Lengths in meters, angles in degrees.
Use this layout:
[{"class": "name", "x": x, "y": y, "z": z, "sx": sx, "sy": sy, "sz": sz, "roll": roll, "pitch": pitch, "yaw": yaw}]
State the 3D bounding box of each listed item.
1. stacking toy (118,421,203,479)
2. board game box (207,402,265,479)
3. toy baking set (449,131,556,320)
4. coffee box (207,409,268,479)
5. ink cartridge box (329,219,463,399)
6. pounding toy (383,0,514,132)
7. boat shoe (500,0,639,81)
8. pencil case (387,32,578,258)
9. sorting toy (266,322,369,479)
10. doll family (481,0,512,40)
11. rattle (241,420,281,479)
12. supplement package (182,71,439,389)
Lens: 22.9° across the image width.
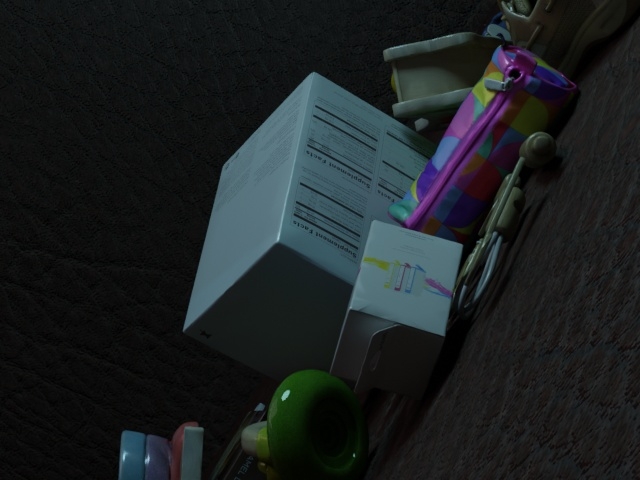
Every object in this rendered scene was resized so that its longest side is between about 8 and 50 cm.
[{"class": "stacking toy", "x": -0.210, "y": 0.351, "z": 1.803, "sx": 0.279, "sy": 0.130, "sz": 0.309, "roll": 111, "pitch": 161, "yaw": -70}, {"class": "board game box", "x": -0.208, "y": 0.497, "z": 2.525, "sx": 0.390, "sy": 0.050, "sz": 0.390, "roll": -57, "pitch": 3, "yaw": 25}, {"class": "toy baking set", "x": 0.170, "y": -0.013, "z": 1.477, "sx": 0.256, "sy": 0.030, "sz": 0.196, "roll": 70, "pitch": -135, "yaw": -85}, {"class": "coffee box", "x": -0.067, "y": 0.277, "z": 1.818, "sx": 0.141, "sy": 0.098, "sz": 0.246, "roll": -60, "pitch": 3, "yaw": -8}, {"class": "ink cartridge box", "x": 0.068, "y": 0.069, "z": 1.438, "sx": 0.143, "sy": 0.090, "sz": 0.092, "roll": -73, "pitch": -2, "yaw": -47}, {"class": "pounding toy", "x": 0.154, "y": -0.216, "z": 1.870, "sx": 0.154, "sy": 0.155, "sz": 0.269, "roll": -13, "pitch": -5, "yaw": 30}, {"class": "boat shoe", "x": 0.253, "y": -0.249, "z": 1.667, "sx": 0.121, "sy": 0.110, "sz": 0.341, "roll": -60, "pitch": 3, "yaw": -19}, {"class": "pencil case", "x": 0.165, "y": -0.093, "z": 1.623, "sx": 0.236, "sy": 0.104, "sz": 0.104, "roll": -59, "pitch": 2, "yaw": 21}, {"class": "sorting toy", "x": 0.026, "y": 0.189, "z": 1.437, "sx": 0.126, "sy": 0.127, "sz": 0.365, "roll": -15, "pitch": 31, "yaw": 41}, {"class": "doll family", "x": 0.224, "y": -0.245, "z": 2.089, "sx": 0.263, "sy": 0.118, "sz": 0.163, "roll": -61, "pitch": 3, "yaw": -37}, {"class": "rattle", "x": -0.012, "y": 0.239, "z": 1.631, "sx": 0.130, "sy": 0.142, "sz": 0.200, "roll": -17, "pitch": 2, "yaw": -3}, {"class": "supplement package", "x": 0.000, "y": 0.000, "z": 1.756, "sx": 0.199, "sy": 0.198, "sz": 0.262, "roll": -43, "pitch": 26, "yaw": 42}]
